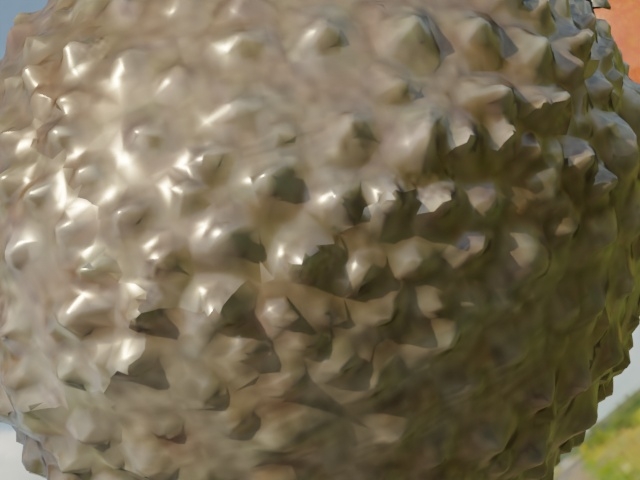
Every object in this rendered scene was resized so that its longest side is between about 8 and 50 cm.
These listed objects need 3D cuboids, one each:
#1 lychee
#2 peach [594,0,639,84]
[{"bbox_3d":[-0.001,0.006,0.506,0.300,0.300,0.300,-36,-15,-11],"label":"lychee"},{"bbox_3d":[0.290,-0.115,0.951,0.289,0.289,0.308,-45,-22,21],"label":"peach"}]
